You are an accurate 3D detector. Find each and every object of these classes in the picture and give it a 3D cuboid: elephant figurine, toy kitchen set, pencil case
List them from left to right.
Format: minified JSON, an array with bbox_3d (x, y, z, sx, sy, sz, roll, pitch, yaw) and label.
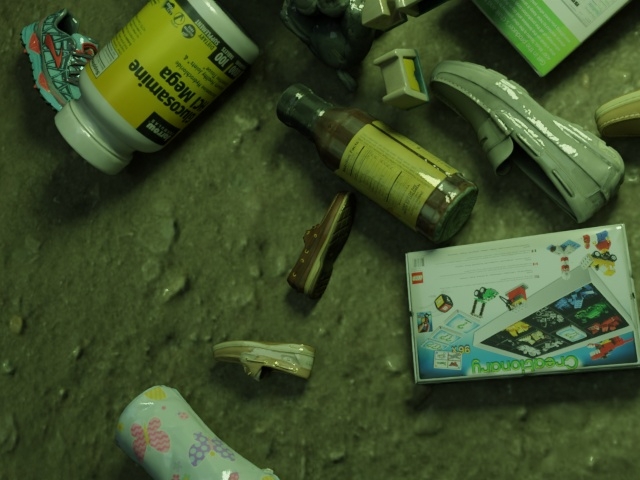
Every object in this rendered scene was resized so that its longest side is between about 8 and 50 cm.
[{"bbox_3d":[-0.188,0.338,1.215,0.273,0.113,0.124,33,82,25],"label":"pencil case"},{"bbox_3d":[0.053,-0.401,1.270,0.169,0.186,0.239,30,53,-5],"label":"elephant figurine"},{"bbox_3d":[0.183,-0.294,1.120,0.207,0.122,0.166,-18,82,38],"label":"toy kitchen set"}]

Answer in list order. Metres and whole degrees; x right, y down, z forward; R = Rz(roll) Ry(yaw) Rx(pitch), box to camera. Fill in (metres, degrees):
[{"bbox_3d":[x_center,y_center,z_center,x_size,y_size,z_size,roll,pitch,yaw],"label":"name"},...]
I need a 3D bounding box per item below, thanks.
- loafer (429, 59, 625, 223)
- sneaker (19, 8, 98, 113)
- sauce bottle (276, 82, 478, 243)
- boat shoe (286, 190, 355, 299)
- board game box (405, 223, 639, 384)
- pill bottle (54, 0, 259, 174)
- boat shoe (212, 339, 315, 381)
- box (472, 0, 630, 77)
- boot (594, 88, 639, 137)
[{"bbox_3d":[0.274,-0.147,1.137,0.319,0.112,0.111,39,86,24],"label":"loafer"},{"bbox_3d":[-0.469,-0.329,1.485,0.125,0.104,0.262,-32,69,11],"label":"sneaker"},{"bbox_3d":[0.076,-0.130,1.215,0.344,0.111,0.111,39,94,26],"label":"sauce bottle"},{"bbox_3d":[0.000,0.000,1.241,0.060,0.064,0.178,23,90,23],"label":"boat shoe"},{"bbox_3d":[0.277,0.094,1.113,0.305,0.053,0.193,-8,75,20],"label":"board game box"},{"bbox_3d":[-0.280,-0.272,1.348,0.334,0.188,0.188,-42,67,9],"label":"pill bottle"},{"bbox_3d":[-0.092,0.188,1.236,0.170,0.063,0.059,-2,72,21],"label":"boat shoe"},{"bbox_3d":[0.362,-0.424,1.130,0.322,0.058,0.232,-41,86,17],"label":"box"},{"bbox_3d":[0.498,-0.098,1.047,0.262,0.095,0.203,0,79,18],"label":"boot"}]
